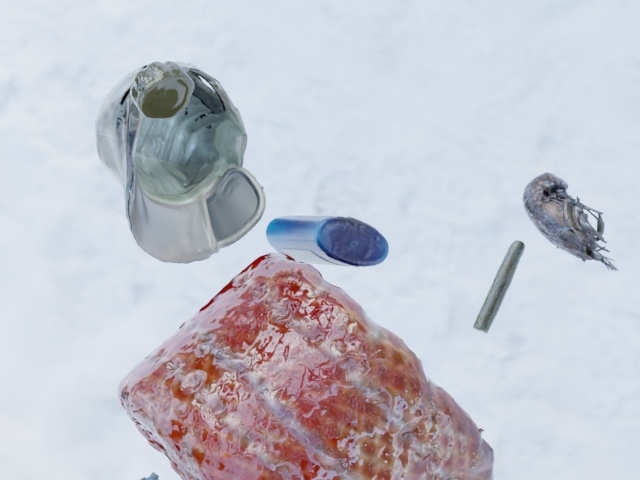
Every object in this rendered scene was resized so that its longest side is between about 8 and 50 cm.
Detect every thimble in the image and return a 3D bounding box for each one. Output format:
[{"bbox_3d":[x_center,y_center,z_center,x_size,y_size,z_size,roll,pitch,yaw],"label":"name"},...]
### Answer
[{"bbox_3d":[-0.015,0.197,1.541,0.230,0.350,0.350,-43,57,-11],"label":"thimble"}]

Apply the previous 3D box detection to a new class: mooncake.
[{"bbox_3d":[-0.266,-0.171,1.350,0.150,0.347,0.057,-48,37,6],"label":"mooncake"}]

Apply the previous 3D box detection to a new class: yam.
[{"bbox_3d":[0.203,0.052,1.780,0.021,0.021,0.116,17,75,36],"label":"yam"}]

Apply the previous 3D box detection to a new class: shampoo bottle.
[{"bbox_3d":[0.000,0.000,1.686,0.183,0.087,0.050,2,77,67],"label":"shampoo bottle"}]

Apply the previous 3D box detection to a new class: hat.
[{"bbox_3d":[-0.191,-0.091,1.954,0.161,0.232,0.275,-31,44,33],"label":"hat"}]

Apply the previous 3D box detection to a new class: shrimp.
[{"bbox_3d":[0.285,-0.016,1.769,0.065,0.056,0.165,-35,56,-14],"label":"shrimp"}]

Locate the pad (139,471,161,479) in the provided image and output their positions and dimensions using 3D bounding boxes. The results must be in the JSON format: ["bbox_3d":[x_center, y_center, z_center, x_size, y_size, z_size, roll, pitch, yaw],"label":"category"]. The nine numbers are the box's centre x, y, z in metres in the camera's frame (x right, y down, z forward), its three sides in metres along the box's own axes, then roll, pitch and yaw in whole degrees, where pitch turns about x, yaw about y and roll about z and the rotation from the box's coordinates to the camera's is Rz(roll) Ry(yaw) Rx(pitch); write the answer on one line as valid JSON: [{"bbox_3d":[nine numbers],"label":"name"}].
[{"bbox_3d":[-0.299,0.454,2.062,0.270,0.012,0.269,-33,35,7],"label":"pad"}]
